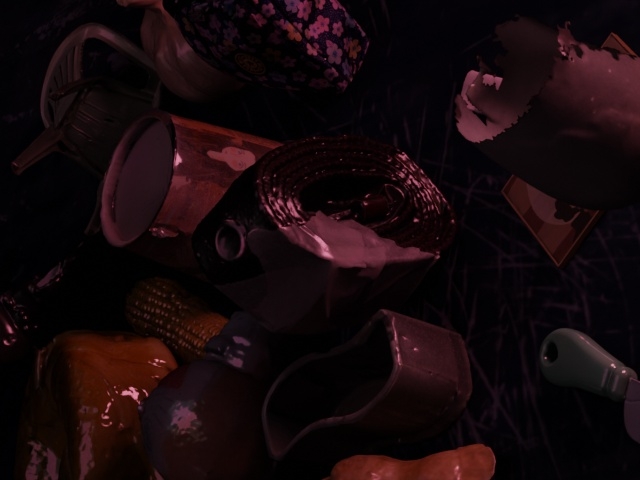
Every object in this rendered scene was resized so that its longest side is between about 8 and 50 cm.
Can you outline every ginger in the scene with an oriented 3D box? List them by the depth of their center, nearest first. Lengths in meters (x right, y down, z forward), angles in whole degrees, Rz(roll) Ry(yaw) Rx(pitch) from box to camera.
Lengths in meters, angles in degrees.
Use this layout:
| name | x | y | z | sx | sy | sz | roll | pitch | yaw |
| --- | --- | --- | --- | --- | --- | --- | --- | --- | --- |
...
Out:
| name | x | y | z | sx | sy | sz | roll | pitch | yaw |
| --- | --- | --- | --- | --- | --- | --- | --- | --- | --- |
| ginger | 0.080 | 0.244 | 1.656 | 0.193 | 0.122 | 0.115 | -45 | -1 | 16 |

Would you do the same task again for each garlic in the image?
| name | x | y | z | sx | sy | sz | roll | pitch | yaw |
| --- | --- | --- | --- | --- | --- | --- | --- | --- | --- |
| garlic | -0.177 | -0.301 | 2.202 | 0.219 | 0.212 | 0.218 | -19 | 64 | 44 |

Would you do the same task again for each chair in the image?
| name | x | y | z | sx | sy | sz | roll | pitch | yaw |
| --- | --- | --- | --- | --- | --- | --- | --- | --- | --- |
| chair | -0.325 | -0.175 | 2.385 | 0.203 | 0.191 | 0.274 | -56 | 9 | 22 |

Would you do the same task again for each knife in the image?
| name | x | y | z | sx | sy | sz | roll | pitch | yaw |
| --- | --- | --- | --- | --- | --- | --- | --- | --- | --- |
| knife | 0.283 | 0.146 | 1.501 | 0.260 | 0.035 | 0.063 | 32 | 105 | 52 |

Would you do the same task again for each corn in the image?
| name | x | y | z | sx | sy | sz | roll | pitch | yaw |
| --- | --- | --- | --- | --- | --- | --- | --- | --- | --- |
| corn | -0.163 | 0.110 | 2.108 | 0.288 | 0.086 | 0.086 | 26 | 97 | 54 |

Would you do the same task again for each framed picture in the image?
| name | x | y | z | sx | sy | sz | roll | pitch | yaw |
| --- | --- | --- | --- | --- | --- | --- | --- | --- | --- |
| framed picture | 0.261 | -0.089 | 1.655 | 0.201 | 0.010 | 0.136 | -56 | 37 | 21 |

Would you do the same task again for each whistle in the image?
| name | x | y | z | sx | sy | sz | roll | pitch | yaw |
| --- | --- | --- | --- | --- | --- | --- | --- | --- | --- |
| whistle | -0.093 | 0.155 | 1.911 | 0.189 | 0.189 | 0.347 | 2 | 62 | 55 |

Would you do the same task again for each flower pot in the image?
| name | x | y | z | sx | sy | sz | roll | pitch | yaw |
| --- | --- | --- | --- | --- | --- | --- | --- | --- | --- |
| flower pot | 0.046 | 0.165 | 1.759 | 0.229 | 0.108 | 0.103 | -35 | 49 | 44 |

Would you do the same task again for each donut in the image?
| name | x | y | z | sx | sy | sz | roll | pitch | yaw |
| --- | --- | --- | --- | --- | --- | --- | --- | --- | --- |
| donut | -0.271 | 0.282 | 2.085 | 0.360 | 0.170 | 0.360 | -175 | 90 | -66 |

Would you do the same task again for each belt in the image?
| name | x | y | z | sx | sy | sz | roll | pitch | yaw |
| --- | --- | --- | --- | --- | --- | --- | --- | --- | --- |
| belt | 0.000 | 0.000 | 1.745 | 0.164 | 0.289 | 0.184 | -45 | 66 | 34 |

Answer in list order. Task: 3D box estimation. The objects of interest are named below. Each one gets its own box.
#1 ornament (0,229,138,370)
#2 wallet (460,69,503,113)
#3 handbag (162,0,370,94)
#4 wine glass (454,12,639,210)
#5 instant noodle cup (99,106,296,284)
| name | x | y | z | sx | sy | sz | roll | pitch | yaw |
| --- | --- | --- | --- | --- | --- | --- | --- | --- | --- |
| ornament | -0.310 | 0.051 | 2.211 | 0.260 | 0.251 | 0.106 | -43 | 76 | 7 |
| wallet | 0.178 | -0.156 | 1.803 | 0.083 | 0.011 | 0.044 | 23 | 95 | 56 |
| handbag | -0.075 | -0.260 | 2.018 | 0.208 | 0.229 | 0.126 | -2 | 55 | 50 |
| wine glass | 0.261 | -0.066 | 1.375 | 0.143 | 0.321 | 0.143 | -35 | 42 | 38 |
| instant noodle cup | -0.135 | -0.047 | 2.027 | 0.217 | 0.207 | 0.217 | -31 | 50 | 46 |
